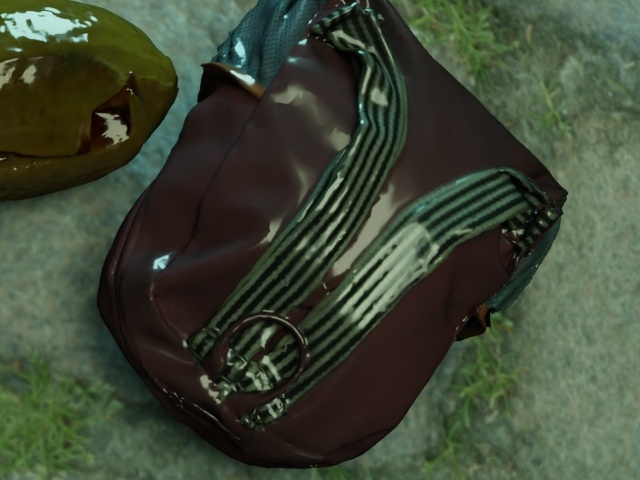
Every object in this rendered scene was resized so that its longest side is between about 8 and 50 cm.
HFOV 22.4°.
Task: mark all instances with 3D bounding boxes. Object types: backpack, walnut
[{"bbox_3d":[0.000,0.000,1.112,0.283,0.197,0.317,44,63,-13],"label":"backpack"},{"bbox_3d":[-0.203,-0.096,1.079,0.245,0.137,0.137,-7,80,-32],"label":"walnut"}]
